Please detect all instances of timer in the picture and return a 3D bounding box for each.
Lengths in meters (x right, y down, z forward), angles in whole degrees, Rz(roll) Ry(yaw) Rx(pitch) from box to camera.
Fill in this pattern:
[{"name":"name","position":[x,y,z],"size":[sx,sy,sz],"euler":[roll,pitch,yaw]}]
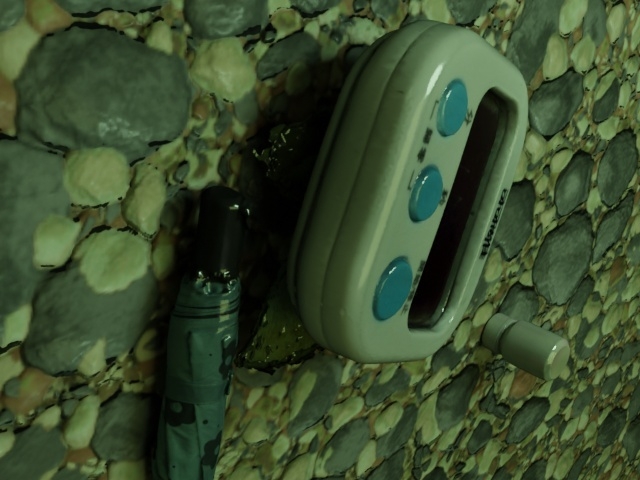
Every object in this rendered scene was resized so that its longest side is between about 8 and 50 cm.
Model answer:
[{"name":"timer","position":[0.073,-0.032,0.747],"size":[0.237,0.087,0.262],"euler":[11,99,-63]}]

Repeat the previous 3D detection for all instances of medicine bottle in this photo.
[{"name":"medicine bottle","position":[0.229,0.117,1.057],"size":[0.052,0.089,0.052],"euler":[-27,129,-39]}]

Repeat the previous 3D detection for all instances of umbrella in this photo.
[{"name":"umbrella","position":[-0.089,0.080,0.695],"size":[0.053,0.052,0.251],"euler":[3,112,-15]}]

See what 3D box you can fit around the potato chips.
[{"name":"potato chips","position":[-0.004,-0.001,0.758],"size":[0.202,0.029,0.220],"euler":[-27,130,-47]}]
